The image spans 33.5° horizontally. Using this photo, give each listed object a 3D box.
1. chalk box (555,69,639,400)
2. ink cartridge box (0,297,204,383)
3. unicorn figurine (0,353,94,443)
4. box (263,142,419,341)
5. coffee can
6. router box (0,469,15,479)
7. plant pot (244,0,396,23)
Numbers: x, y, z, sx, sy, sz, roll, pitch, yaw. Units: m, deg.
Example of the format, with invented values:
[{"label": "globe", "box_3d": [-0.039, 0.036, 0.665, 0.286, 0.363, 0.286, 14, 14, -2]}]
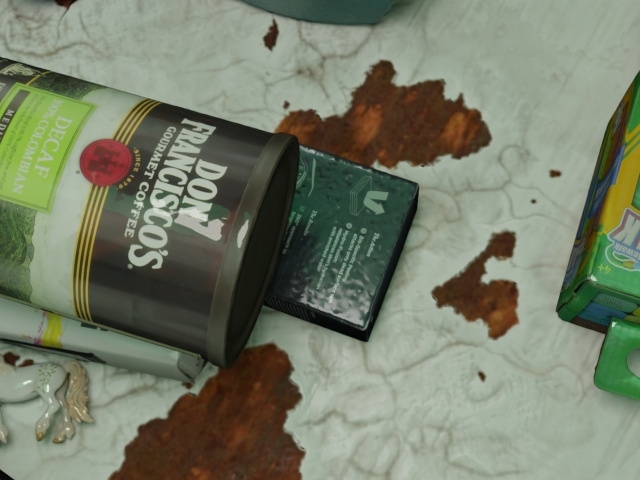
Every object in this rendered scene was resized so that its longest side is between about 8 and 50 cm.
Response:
[{"label": "chalk box", "box_3d": [0.339, 0.010, 1.003, 0.180, 0.179, 0.289, 16, 77, 7]}, {"label": "ink cartridge box", "box_3d": [-0.253, -0.001, 1.061, 0.306, 0.131, 0.226, 10, 77, 6]}, {"label": "unicorn figurine", "box_3d": [-0.311, 0.150, 1.068, 0.162, 0.060, 0.111, -1, 75, -14]}, {"label": "box", "box_3d": [0.000, 0.000, 1.066, 0.158, 0.093, 0.156, 20, 78, 8]}, {"label": "coffee can", "box_3d": [-0.177, -0.027, 0.894, 0.275, 0.201, 0.201, 16, 77, 5]}, {"label": "router box", "box_3d": [-0.344, 0.287, 1.036, 0.179, 0.046, 0.133, 32, 80, 10]}, {"label": "plant pot", "box_3d": [0.003, -0.361, 1.090, 0.252, 0.247, 0.248, 31, 79, -9]}]
